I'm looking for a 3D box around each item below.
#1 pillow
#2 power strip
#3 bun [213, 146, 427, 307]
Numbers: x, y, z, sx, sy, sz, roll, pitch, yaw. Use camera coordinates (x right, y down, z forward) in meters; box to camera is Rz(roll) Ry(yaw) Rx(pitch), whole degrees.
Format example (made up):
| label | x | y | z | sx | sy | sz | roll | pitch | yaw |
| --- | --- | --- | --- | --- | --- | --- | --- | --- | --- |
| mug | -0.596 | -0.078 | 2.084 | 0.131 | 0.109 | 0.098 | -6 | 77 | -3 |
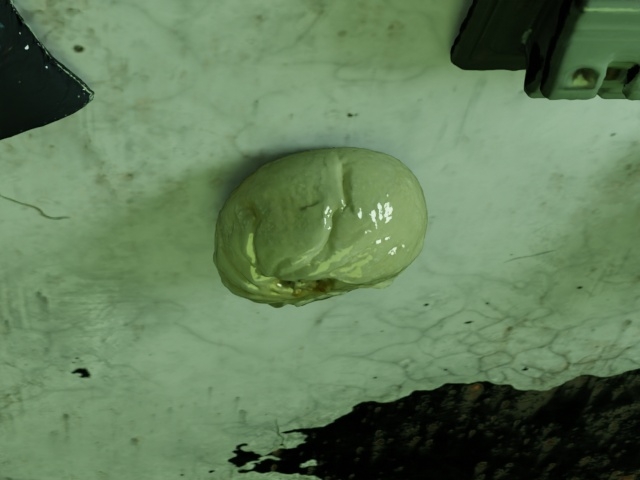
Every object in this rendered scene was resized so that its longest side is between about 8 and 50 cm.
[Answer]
| label | x | y | z | sx | sy | sz | roll | pitch | yaw |
| --- | --- | --- | --- | --- | --- | --- | --- | --- | --- |
| pillow | -0.263 | -0.131 | 0.910 | 0.141 | 0.055 | 0.208 | -21 | 146 | 6 |
| power strip | 0.233 | -0.147 | 0.887 | 0.257 | 0.092 | 0.251 | 1 | 159 | -3 |
| bun | 0.000 | 0.000 | 1.101 | 0.188 | 0.111 | 0.164 | -10 | 150 | -1 |
